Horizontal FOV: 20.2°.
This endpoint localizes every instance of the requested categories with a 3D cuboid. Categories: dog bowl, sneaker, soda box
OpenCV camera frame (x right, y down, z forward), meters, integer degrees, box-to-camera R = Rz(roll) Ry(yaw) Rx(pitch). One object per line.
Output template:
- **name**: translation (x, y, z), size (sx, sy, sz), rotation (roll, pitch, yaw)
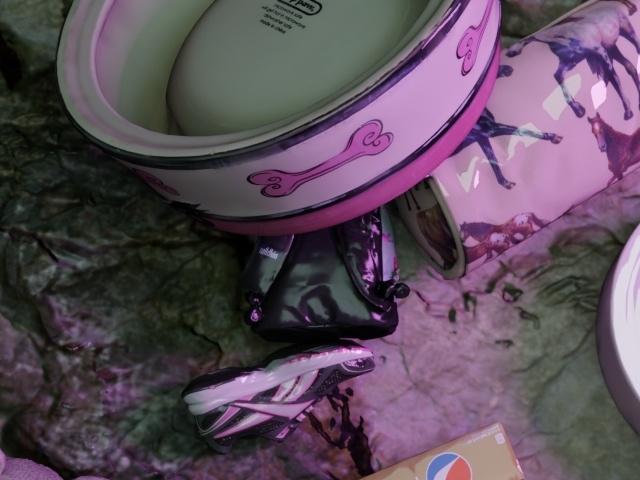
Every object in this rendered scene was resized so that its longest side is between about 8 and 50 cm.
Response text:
- **dog bowl**: translation (-0.022, -0.177, 1.590), size (0.408, 0.150, 0.408), rotation (-16, 45, 17)
- **sneaker**: translation (-0.034, 0.144, 1.647), size (0.178, 0.072, 0.077), rotation (-16, 100, -5)
- **soda box**: translation (0.088, 0.225, 1.619), size (0.181, 0.061, 0.058), rotation (-23, 78, -5)

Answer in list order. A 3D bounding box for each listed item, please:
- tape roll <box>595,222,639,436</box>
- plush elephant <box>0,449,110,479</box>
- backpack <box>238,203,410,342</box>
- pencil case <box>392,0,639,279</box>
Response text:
- **tape roll**: translation (0.396, 0.079, 1.634), size (0.286, 0.100, 0.286), rotation (0, 77, 0)
- **plush elephant**: translation (-0.269, 0.300, 1.499), size (0.330, 0.272, 0.255), rotation (44, 107, 33)
- **backpack**: translation (0.000, 0.000, 1.645), size (0.152, 0.115, 0.182), rotation (-1, 74, -2)
- **pencil case**: translation (0.241, -0.141, 1.653), size (0.410, 0.160, 0.183), rotation (-31, 104, -6)
